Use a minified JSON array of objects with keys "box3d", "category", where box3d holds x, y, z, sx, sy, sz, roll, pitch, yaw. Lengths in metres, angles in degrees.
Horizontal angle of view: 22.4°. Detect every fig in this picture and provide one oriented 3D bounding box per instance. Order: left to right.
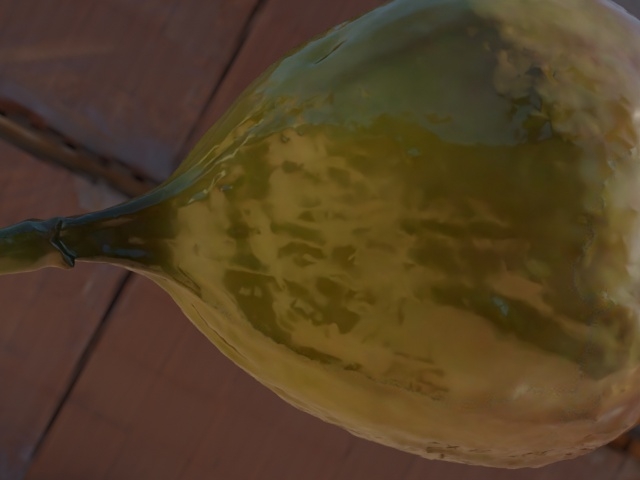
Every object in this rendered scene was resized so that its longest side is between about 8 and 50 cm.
[{"box3d":[0.000,0.000,0.496,0.257,0.159,0.159,-4,18,-27],"category":"fig"}]
